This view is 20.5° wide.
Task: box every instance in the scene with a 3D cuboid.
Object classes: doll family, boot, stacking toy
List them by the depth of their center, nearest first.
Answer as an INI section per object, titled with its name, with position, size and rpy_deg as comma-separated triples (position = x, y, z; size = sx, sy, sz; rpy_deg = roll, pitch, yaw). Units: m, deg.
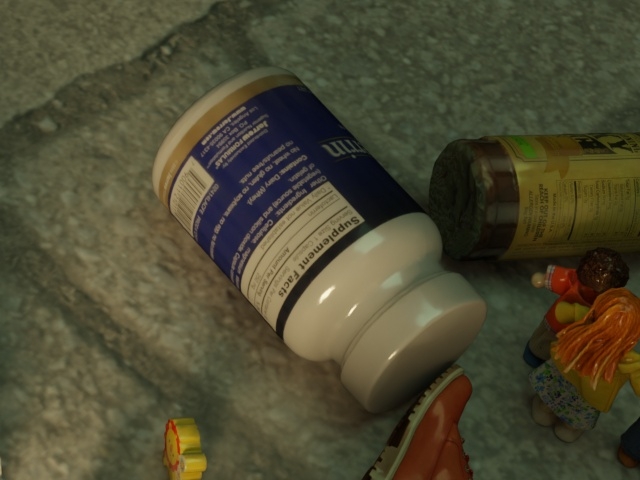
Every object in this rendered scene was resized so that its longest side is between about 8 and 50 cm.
[stacking toy]
position = -0.142, 0.224, 1.210
size = 0.167, 0.052, 0.221
rpy_deg = -3, 52, -24
[boot]
position = 0.090, 0.167, 1.355
size = 0.085, 0.059, 0.158
rpy_deg = 32, 54, 3
[doll family]
position = 0.265, 0.116, 1.391
size = 0.263, 0.163, 0.118
rpy_deg = 33, 46, 8

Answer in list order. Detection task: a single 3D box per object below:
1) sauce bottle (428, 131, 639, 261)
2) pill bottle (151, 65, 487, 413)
[sauce bottle]
position = 0.266, -0.042, 1.575
size = 0.344, 0.111, 0.111
rpy_deg = -3, 51, -26
[pill bottle]
position = 0.000, 0.000, 1.399
size = 0.153, 0.153, 0.264
rpy_deg = -25, 64, -37
